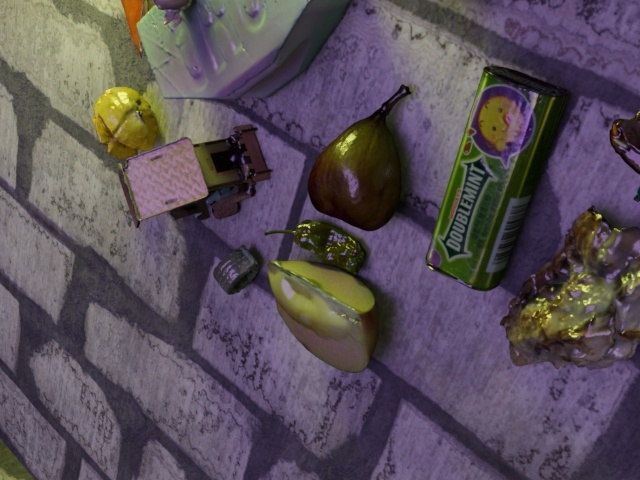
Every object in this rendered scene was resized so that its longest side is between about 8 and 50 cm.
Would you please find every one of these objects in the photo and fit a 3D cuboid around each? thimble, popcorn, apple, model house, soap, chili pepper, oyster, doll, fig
[{"bbox_3d":[-0.182,0.065,1.720,0.110,0.084,0.062,-47,72,26],"label":"thimble"},{"bbox_3d":[-0.451,-0.270,1.818,0.152,0.148,0.167,167,97,-65],"label":"popcorn"},{"bbox_3d":[0.020,0.147,1.547,0.265,0.120,0.193,27,133,36],"label":"apple"},{"bbox_3d":[-0.297,-0.114,1.661,0.326,0.244,0.169,-16,90,42],"label":"model house"},{"bbox_3d":[-0.144,-0.416,1.492,0.446,0.156,0.261,-25,85,42],"label":"soap"},{"bbox_3d":[0.000,-0.002,1.548,0.204,0.073,0.072,27,102,21],"label":"chili pepper"},{"bbox_3d":[0.391,0.106,1.195,0.201,0.107,0.354,51,139,24],"label":"oyster"},{"bbox_3d":[-0.275,-0.462,1.451,0.084,0.073,0.127,-140,54,-70],"label":"doll"},{"bbox_3d":[0.085,-0.151,1.393,0.170,0.145,0.274,33,109,28],"label":"fig"}]

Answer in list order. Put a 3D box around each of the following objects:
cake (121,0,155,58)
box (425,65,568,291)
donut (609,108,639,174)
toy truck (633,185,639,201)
[{"bbox_3d":[-0.375,-0.521,1.707,0.135,0.098,0.287,1,99,40],"label":"cake"},{"bbox_3d":[0.272,-0.092,1.258,0.134,0.097,0.345,31,122,30],"label":"box"},{"bbox_3d":[0.492,-0.170,1.006,0.216,0.096,0.230,12,87,19],"label":"donut"},{"bbox_3d":[0.511,-0.044,1.070,0.147,0.065,0.079,38,154,24],"label":"toy truck"}]
